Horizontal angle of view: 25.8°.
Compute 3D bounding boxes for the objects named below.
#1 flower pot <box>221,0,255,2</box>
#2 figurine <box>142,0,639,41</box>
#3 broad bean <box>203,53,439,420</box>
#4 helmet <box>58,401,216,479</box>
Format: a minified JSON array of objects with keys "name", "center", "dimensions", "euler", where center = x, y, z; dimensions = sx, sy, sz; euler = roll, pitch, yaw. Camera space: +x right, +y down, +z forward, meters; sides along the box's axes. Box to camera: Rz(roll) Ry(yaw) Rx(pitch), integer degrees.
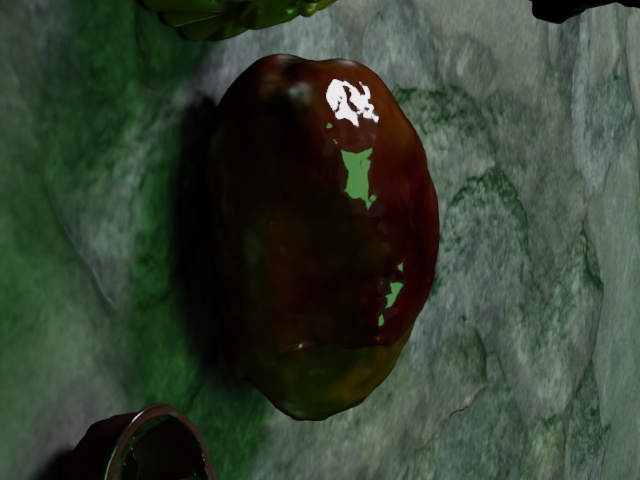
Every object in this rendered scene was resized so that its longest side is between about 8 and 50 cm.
[{"name":"flower pot","center":[-0.053,-0.234,0.505],"dimensions":[0.307,0.307,0.244],"euler":[-28,138,-57]},{"name":"figurine","center":[0.068,-0.179,0.685],"dimensions":[0.168,0.315,0.187],"euler":[-33,126,-55]},{"name":"broad bean","center":[0.002,0.001,0.819],"dimensions":[0.156,0.122,0.228],"euler":[-40,128,-55]},{"name":"helmet","center":[-0.103,0.134,0.725],"dimensions":[0.089,0.057,0.111],"euler":[-58,139,-42]}]
